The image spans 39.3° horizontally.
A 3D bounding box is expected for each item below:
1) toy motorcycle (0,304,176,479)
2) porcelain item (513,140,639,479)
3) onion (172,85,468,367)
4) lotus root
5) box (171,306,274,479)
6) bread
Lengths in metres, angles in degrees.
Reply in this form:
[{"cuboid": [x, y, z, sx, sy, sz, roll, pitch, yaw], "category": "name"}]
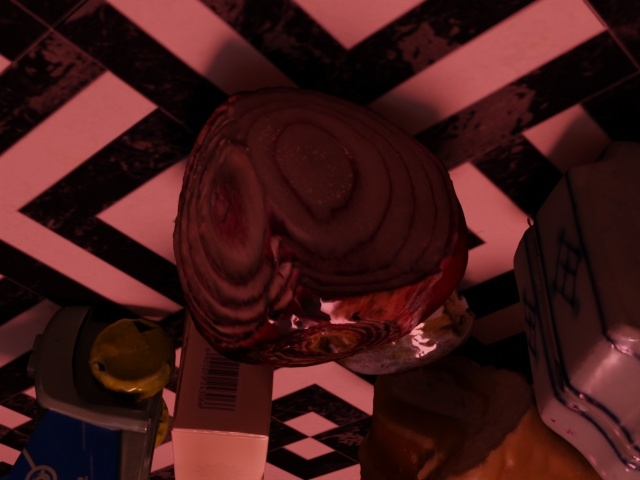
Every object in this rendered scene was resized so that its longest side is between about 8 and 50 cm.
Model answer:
[{"cuboid": [-0.275, 0.248, 0.990, 0.200, 0.326, 0.191, 10, 141, -6], "category": "toy motorcycle"}, {"cuboid": [0.317, 0.068, 0.748, 0.286, 0.281, 0.157, 9, 138, -10], "category": "porcelain item"}, {"cuboid": [-0.002, 0.003, 0.759, 0.206, 0.216, 0.207, -1, 152, -31], "category": "onion"}, {"cuboid": [0.066, 0.090, 0.955, 0.192, 0.088, 0.113, -17, 122, 25], "category": "lotus root"}, {"cuboid": [-0.095, 0.144, 0.934, 0.095, 0.212, 0.168, 3, 141, -2], "category": "box"}, {"cuboid": [0.202, 0.293, 0.993, 0.341, 0.210, 0.300, 43, 171, -22], "category": "bread"}]
